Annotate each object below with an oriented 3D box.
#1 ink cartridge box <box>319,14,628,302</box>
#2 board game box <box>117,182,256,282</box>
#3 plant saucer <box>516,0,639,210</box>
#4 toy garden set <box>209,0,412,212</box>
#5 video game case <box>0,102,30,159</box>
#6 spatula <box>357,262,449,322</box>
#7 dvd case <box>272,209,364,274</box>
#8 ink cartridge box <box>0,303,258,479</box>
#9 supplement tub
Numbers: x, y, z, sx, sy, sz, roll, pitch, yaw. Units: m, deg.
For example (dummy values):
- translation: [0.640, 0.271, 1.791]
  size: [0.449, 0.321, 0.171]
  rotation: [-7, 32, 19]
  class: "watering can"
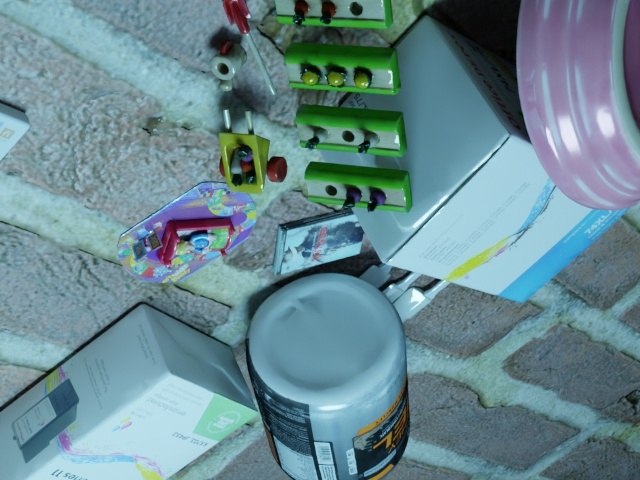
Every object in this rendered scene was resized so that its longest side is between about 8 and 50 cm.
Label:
- translation: [0.174, -0.081, 1.233]
  size: [0.270, 0.198, 0.197]
  rotation: [15, 127, -46]
  class: "ink cartridge box"
- translation: [-0.146, 0.005, 1.271]
  size: [0.168, 0.033, 0.133]
  rotation: [-32, 145, 7]
  class: "board game box"
- translation: [0.325, -0.194, 1.121]
  size: [0.332, 0.084, 0.332]
  rotation: [-8, 102, -44]
  class: "plant saucer"
- translation: [-0.024, -0.130, 1.059]
  size: [0.204, 0.049, 0.244]
  rotation: [8, 129, 23]
  class: "toy garden set"
- translation: [-0.398, -0.080, 0.997]
  size: [0.183, 0.023, 0.201]
  rotation: [-43, 143, 21]
  class: "video game case"
- translation: [0.146, 0.035, 1.528]
  size: [0.242, 0.019, 0.168]
  rotation: [-42, 138, 18]
  class: "spatula"
- translation: [0.000, 0.000, 1.382]
  size: [0.119, 0.013, 0.087]
  rotation: [-13, 143, -20]
  class: "dvd case"
- translation: [-0.284, 0.253, 1.420]
  size: [0.353, 0.119, 0.207]
  rotation: [-37, 145, 13]
  class: "ink cartridge box"
- translation: [0.018, 0.214, 1.501]
  size: [0.207, 0.207, 0.338]
  rotation: [-22, 146, -9]
  class: "supplement tub"
